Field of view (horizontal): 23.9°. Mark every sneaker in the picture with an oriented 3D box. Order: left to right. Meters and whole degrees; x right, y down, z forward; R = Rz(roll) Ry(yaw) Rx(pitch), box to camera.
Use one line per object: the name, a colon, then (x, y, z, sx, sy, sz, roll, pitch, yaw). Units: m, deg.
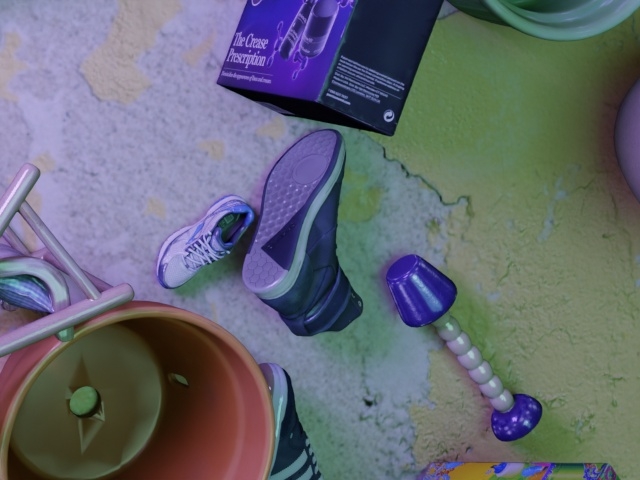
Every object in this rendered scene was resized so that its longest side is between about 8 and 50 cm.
sneaker: (-0.127, 0.002, 1.675, 0.135, 0.058, 0.052, -47, 115, -11)
sneaker: (-0.020, 0.272, 1.752, 0.153, 0.099, 0.282, -1, 106, -21)
sneaker: (-0.002, 0.001, 1.727, 0.163, 0.086, 0.226, 49, 54, -45)

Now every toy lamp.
toy lamp: (0.173, 0.128, 1.835, 0.080, 0.080, 0.274, -46, 115, -12)

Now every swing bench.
swing bench: (-0.357, 0.054, 1.460, 0.255, 0.253, 0.165, -42, 113, -14)

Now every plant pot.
plant pot: (-0.220, 0.192, 1.581, 0.291, 0.203, 0.290, -5, 101, -27)

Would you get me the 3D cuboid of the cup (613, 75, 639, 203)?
cup: (0.500, -0.123, 1.862, 0.331, 0.237, 0.331, -5, 101, -25)

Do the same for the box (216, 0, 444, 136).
box: (0.009, -0.222, 1.587, 0.103, 0.261, 0.184, 24, 88, -28)

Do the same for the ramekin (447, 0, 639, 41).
ramekin: (0.247, -0.384, 1.740, 0.303, 0.148, 0.303, -5, 101, -25)

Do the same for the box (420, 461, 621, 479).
box: (0.204, 0.417, 1.742, 0.177, 0.279, 0.290, 53, 54, -24)
